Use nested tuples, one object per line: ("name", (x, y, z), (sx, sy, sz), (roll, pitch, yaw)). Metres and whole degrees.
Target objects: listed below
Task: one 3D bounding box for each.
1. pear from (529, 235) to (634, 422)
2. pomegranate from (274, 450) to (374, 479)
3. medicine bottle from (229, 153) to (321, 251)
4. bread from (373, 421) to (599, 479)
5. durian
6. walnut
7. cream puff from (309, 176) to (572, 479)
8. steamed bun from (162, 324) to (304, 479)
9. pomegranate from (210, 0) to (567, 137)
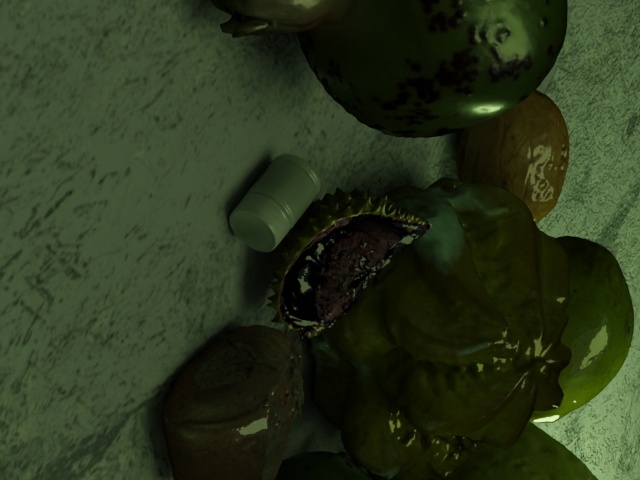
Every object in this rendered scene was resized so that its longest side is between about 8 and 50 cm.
("pear", (0.322, 0.121, 2.230), (0.269, 0.212, 0.212), (-62, 152, -14))
("pomegranate", (0.002, 0.309, 1.786), (0.225, 0.187, 0.187), (-47, 147, -65))
("medicine bottle", (-0.044, -0.038, 1.596), (0.089, 0.057, 0.057), (-54, 148, -34))
("bread", (0.173, 0.401, 1.986), (0.308, 0.348, 0.348), (-31, 133, -46))
("durian", (-0.001, -0.001, 1.666), (0.187, 0.108, 0.119), (-44, 129, 1))
("walnut", (0.238, -0.106, 2.010), (0.144, 0.144, 0.180), (-21, 118, -57))
("cream puff", (0.157, 0.108, 1.834), (0.378, 0.276, 0.378), (-44, 143, -47))
("steamed bun", (-0.077, 0.179, 1.615), (0.175, 0.106, 0.144), (-49, 146, -42))
("pomegranate", (0.054, -0.231, 1.491), (0.341, 0.285, 0.285), (-1, 110, -31))
